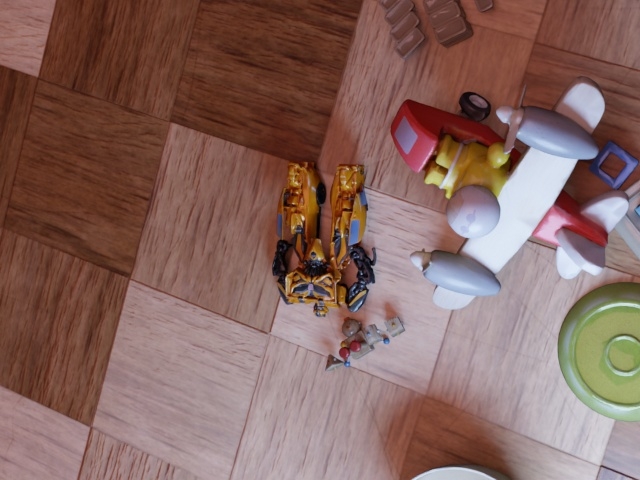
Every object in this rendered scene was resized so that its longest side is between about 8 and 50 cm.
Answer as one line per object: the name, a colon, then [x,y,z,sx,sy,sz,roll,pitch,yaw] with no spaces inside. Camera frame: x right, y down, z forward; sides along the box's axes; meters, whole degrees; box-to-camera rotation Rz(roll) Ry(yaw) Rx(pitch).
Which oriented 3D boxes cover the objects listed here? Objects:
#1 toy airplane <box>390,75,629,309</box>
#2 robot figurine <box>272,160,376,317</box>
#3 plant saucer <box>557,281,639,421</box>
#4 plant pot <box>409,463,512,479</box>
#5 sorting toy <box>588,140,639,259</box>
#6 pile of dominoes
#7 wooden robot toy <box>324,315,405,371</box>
toy airplane: [0.307,-0.061,1.880,0.384,0.272,0.386,-4,109,34]
robot figurine: [0.000,0.000,2.119,0.211,0.085,0.291,4,94,24]
plant saucer: [0.519,0.191,1.933,0.241,0.037,0.241,1,93,24]
plant pot: [0.267,0.511,1.974,0.284,0.191,0.284,2,94,23]
sorting toy: [0.594,-0.038,1.882,0.196,0.047,0.347,-40,78,20]
pile of dominoes: [0.194,-0.468,2.050,0.196,0.040,0.251,-23,75,23]
wooden robot toy: [0.066,0.173,2.111,0.173,0.076,0.079,-33,69,21]
